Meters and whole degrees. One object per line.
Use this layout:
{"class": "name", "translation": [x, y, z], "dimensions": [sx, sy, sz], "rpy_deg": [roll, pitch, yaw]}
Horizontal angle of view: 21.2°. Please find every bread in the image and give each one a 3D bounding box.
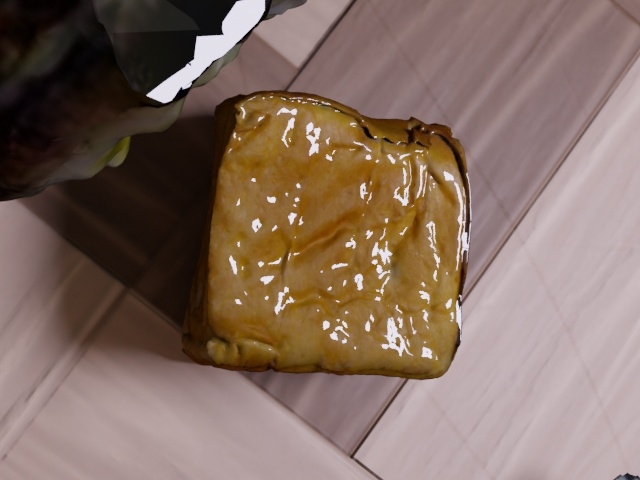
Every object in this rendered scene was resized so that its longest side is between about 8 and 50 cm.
{"class": "bread", "translation": [0.000, 0.000, 0.955], "dimensions": [0.143, 0.149, 0.158], "rpy_deg": [9, 84, -12]}

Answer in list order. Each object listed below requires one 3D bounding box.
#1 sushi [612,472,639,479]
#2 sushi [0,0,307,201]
{"class": "sushi", "translation": [0.147, 0.377, 0.978], "dimensions": [0.359, 0.064, 0.343], "rpy_deg": [-38, 97, -2]}
{"class": "sushi", "translation": [-0.164, -0.184, 0.850], "dimensions": [0.294, 0.299, 0.281], "rpy_deg": [48, 49, -11]}
